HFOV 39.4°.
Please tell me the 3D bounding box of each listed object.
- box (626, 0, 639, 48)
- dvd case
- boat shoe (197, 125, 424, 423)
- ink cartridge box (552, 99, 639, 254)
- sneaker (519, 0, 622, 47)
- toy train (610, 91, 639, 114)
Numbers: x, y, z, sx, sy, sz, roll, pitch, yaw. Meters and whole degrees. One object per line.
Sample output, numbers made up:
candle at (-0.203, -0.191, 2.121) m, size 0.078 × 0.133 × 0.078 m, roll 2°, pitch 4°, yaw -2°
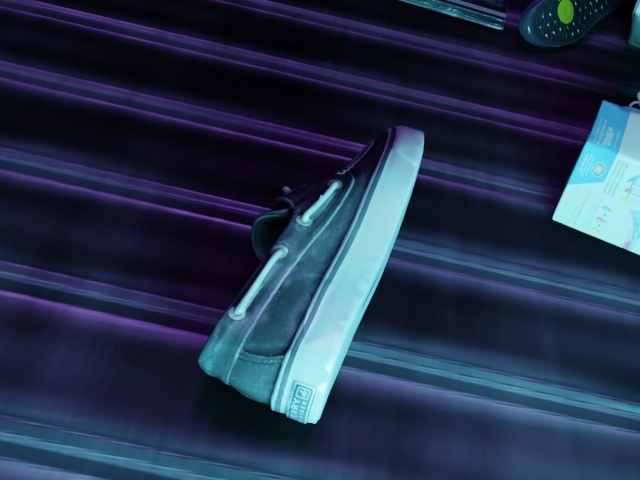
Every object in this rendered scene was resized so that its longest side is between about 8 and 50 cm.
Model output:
box at (0.504, -0.255, 1.033) m, size 0.262 × 0.127 × 0.231 m, roll 24°, pitch 9°, yaw 15°
dvd case at (0.177, -0.356, 1.213) m, size 0.164 × 0.018 × 0.221 m, roll 17°, pitch 38°, yaw 3°
boat shoe at (0.000, 0.000, 0.667) m, size 0.102 × 0.108 × 0.301 m, roll 21°, pitch 46°, yaw 6°
ink cartridge box at (0.304, -0.048, 0.820) m, size 0.143 × 0.092 × 0.090 m, roll 23°, pitch 40°, yaw 12°
sneaker at (0.311, -0.300, 1.163) m, size 0.209 × 0.069 × 0.082 m, roll -34°, pitch 26°, yaw -33°
toy train at (0.368, -0.087, 0.928) m, size 0.125 × 0.046 × 0.166 m, roll -17°, pitch 51°, yaw -34°
